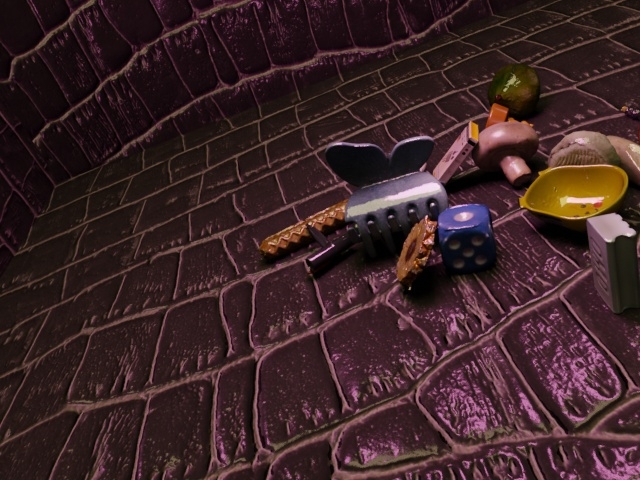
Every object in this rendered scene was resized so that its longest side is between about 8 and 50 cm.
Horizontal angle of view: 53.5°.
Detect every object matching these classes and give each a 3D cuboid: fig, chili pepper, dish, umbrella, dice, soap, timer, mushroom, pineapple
[{"bbox_3d":[0.676,-0.534,2.311,0.235,0.203,0.203,-21,24,-35],"label":"fig"},{"bbox_3d":[0.015,0.058,1.960,0.045,0.027,0.178,19,46,31],"label":"chili pepper"},{"bbox_3d":[0.677,-0.096,1.681,0.262,0.108,0.221,13,51,48],"label":"dish"},{"bbox_3d":[1.028,-0.406,2.043,0.040,0.037,0.144,-37,33,1],"label":"umbrella"},{"bbox_3d":[0.391,-0.009,1.700,0.143,0.146,0.146,-9,31,18],"label":"dice"},{"bbox_3d":[0.639,0.046,1.384,0.066,0.198,0.119,-17,29,6],"label":"soap"},{"bbox_3d":[0.665,-0.401,2.227,0.152,0.132,0.132,17,42,15],"label":"timer"},{"bbox_3d":[0.864,-0.220,1.772,0.087,0.107,0.333,-16,28,-9],"label":"mushroom"},{"bbox_3d":[0.593,-0.273,2.002,0.206,0.209,0.206,-32,-3,-2],"label":"mushroom"},{"bbox_3d":[0.252,0.035,1.690,0.047,0.221,0.221,22,36,-3],"label":"pineapple"}]

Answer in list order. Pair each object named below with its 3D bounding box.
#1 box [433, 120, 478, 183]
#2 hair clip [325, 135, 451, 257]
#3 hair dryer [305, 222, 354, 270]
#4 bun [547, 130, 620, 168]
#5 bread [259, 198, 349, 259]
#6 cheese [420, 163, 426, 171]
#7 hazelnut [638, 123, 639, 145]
[{"bbox_3d":[0.426,-0.260,2.050,0.247,0.033,0.129,-56,9,34],"label":"box"},{"bbox_3d":[0.220,-0.112,1.871,0.318,0.392,0.238,-14,55,10],"label":"hair clip"},{"bbox_3d":[-0.014,0.005,1.977,0.173,0.050,0.195,-31,39,-28],"label":"hair dryer"},{"bbox_3d":[0.738,-0.221,1.765,0.195,0.195,0.118,10,46,44],"label":"bun"},{"bbox_3d":[-0.035,-0.038,2.108,0.367,0.077,0.084,-28,31,-9],"label":"bread"},{"bbox_3d":[0.322,-0.203,2.167,0.127,0.050,0.255,-5,33,28],"label":"cheese"},{"bbox_3d":[0.983,-0.288,1.754,0.186,0.210,0.210,-52,34,-5],"label":"hazelnut"}]
